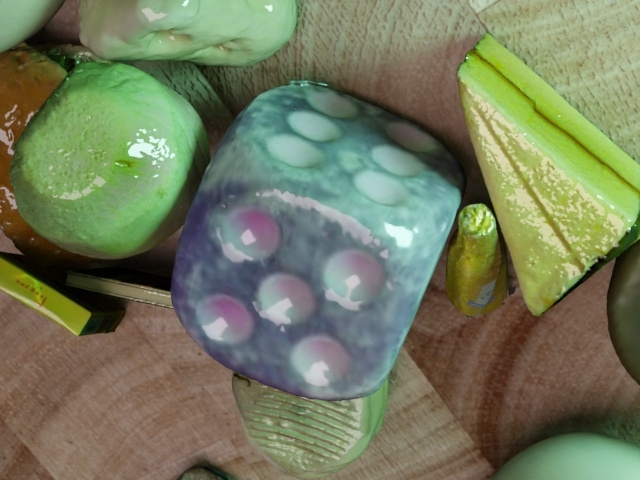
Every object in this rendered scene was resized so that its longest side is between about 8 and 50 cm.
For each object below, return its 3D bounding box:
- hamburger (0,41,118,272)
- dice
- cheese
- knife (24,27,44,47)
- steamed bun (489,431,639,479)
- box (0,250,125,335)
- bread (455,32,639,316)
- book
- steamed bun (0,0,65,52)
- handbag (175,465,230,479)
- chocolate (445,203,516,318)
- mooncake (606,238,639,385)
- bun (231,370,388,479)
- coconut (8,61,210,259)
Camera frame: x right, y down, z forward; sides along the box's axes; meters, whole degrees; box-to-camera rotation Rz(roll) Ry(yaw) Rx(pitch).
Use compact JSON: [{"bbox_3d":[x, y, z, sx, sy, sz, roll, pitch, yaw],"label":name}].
[{"bbox_3d":[-0.322,-0.132,1.457,0.209,0.162,0.330,-23,108,22],"label":"hamburger"},{"bbox_3d":[0.000,0.000,1.355,0.270,0.270,0.271,23,122,5],"label":"dice"},{"bbox_3d":[-0.148,-0.315,1.320,0.173,0.251,0.248,-18,74,40],"label":"cheese"},{"bbox_3d":[-0.411,-0.190,1.546,0.058,0.032,0.244,25,118,11],"label":"knife"},{"bbox_3d":[0.308,0.385,1.425,0.324,0.324,0.206,-34,129,31],"label":"steamed bun"},{"bbox_3d":[-0.347,0.069,1.532,0.153,0.279,0.041,31,87,1],"label":"box"},{"bbox_3d":[0.219,-0.075,1.307,0.264,0.168,0.163,41,123,-1],"label":"bread"},{"bbox_3d":[-0.196,0.067,1.534,0.228,0.160,0.024,11,94,14],"label":"book"},{"bbox_3d":[-0.412,-0.392,1.304,0.374,0.241,0.374,14,121,24],"label":"steamed bun"},{"bbox_3d":[-0.187,0.409,1.755,0.117,0.095,0.173,36,131,-9],"label":"handbag"},{"bbox_3d":[0.178,0.019,1.349,0.085,0.086,0.219,11,160,14],"label":"chocolate"},{"bbox_3d":[0.464,0.054,1.289,0.284,0.155,0.284,7,118,13],"label":"mooncake"},{"bbox_3d":[-0.009,0.197,1.558,0.210,0.116,0.237,1,103,22],"label":"bun"},{"bbox_3d":[-0.231,-0.089,1.301,0.204,0.236,0.236,-6,116,7],"label":"coconut"}]
